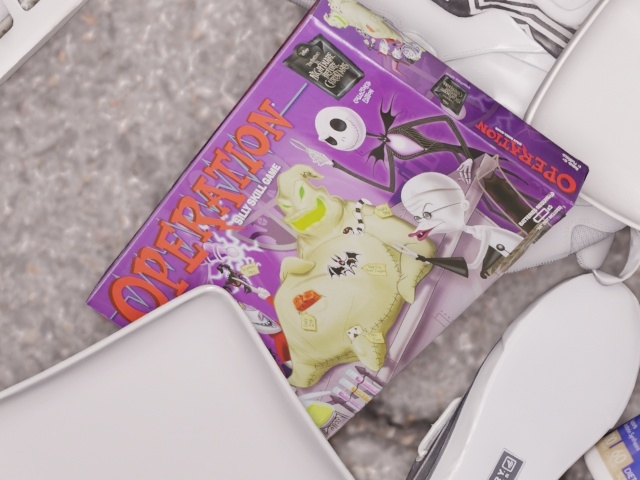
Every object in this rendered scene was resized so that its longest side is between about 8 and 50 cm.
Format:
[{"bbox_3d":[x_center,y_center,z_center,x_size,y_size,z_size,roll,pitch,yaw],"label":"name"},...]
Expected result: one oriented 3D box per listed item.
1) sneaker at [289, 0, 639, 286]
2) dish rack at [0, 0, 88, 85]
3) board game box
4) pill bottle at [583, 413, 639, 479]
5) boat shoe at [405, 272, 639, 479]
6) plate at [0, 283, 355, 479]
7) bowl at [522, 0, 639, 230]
[{"bbox_3d":[0.089,-0.099,1.368,0.366,0.137,0.210,16,99,-7],"label":"sneaker"},{"bbox_3d":[-0.295,-0.215,1.306,0.285,0.072,0.333,-41,73,16],"label":"dish rack"},{"bbox_3d":[0.000,0.000,1.344,0.208,0.056,0.347,37,134,-4],"label":"board game box"},{"bbox_3d":[0.297,0.153,1.439,0.186,0.112,0.112,-33,101,6],"label":"pill bottle"},{"bbox_3d":[0.127,0.153,1.442,0.108,0.102,0.301,34,77,-18],"label":"boat shoe"},{"bbox_3d":[-0.124,0.181,1.444,0.278,0.045,0.277,-27,117,12],"label":"plate"},{"bbox_3d":[0.210,-0.087,1.296,0.142,0.053,0.142,32,95,-14],"label":"bowl"}]
